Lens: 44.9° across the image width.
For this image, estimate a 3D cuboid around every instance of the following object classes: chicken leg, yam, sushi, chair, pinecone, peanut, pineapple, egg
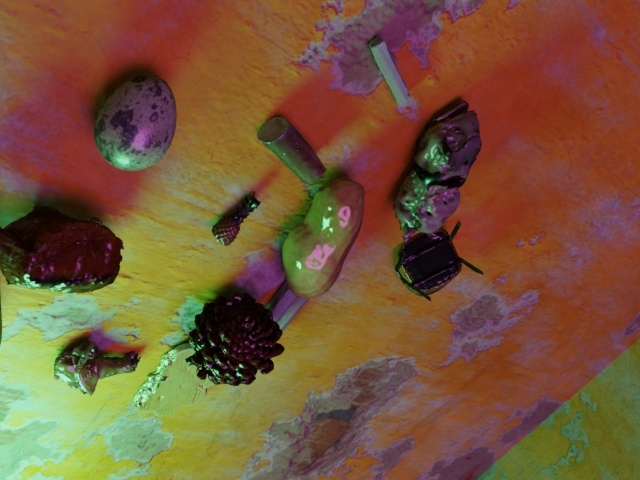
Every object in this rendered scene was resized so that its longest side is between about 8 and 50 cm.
[{"bbox_3d":[-0.505,0.290,1.746,0.125,0.080,0.196,-53,138,5],"label":"chicken leg"},{"bbox_3d":[-0.053,-0.180,1.555,0.068,0.068,0.169,-39,140,9],"label":"yam"},{"bbox_3d":[0.263,-0.148,1.738,0.124,0.130,0.332,-2,131,-31],"label":"sushi"},{"bbox_3d":[0.284,0.063,1.956,0.158,0.172,0.247,-27,-177,-6],"label":"chair"},{"bbox_3d":[-0.209,0.234,1.782,0.221,0.221,0.221,-18,138,-16],"label":"pinecone"},{"bbox_3d":[0.000,0.000,1.720,0.147,0.148,0.319,1,129,-33],"label":"peanut"},{"bbox_3d":[-0.492,0.023,1.427,0.296,0.179,0.167,-4,106,-53],"label":"sushi"},{"bbox_3d":[-0.170,-0.045,1.629,0.124,0.058,0.058,-40,140,8],"label":"pineapple"},{"bbox_3d":[-0.312,-0.201,1.320,0.132,0.132,0.172,18,107,-43],"label":"egg"}]

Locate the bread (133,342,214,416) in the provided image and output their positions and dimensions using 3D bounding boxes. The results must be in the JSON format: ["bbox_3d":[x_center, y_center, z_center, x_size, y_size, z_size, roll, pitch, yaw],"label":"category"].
[{"bbox_3d":[-0.345,0.350,1.935,0.181,0.039,0.251,18,120,-43],"label":"bread"}]

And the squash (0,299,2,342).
[{"bbox_3d":[-0.669,0.164,1.467,0.132,0.132,0.247,-8,134,-26],"label":"squash"}]

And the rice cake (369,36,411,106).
[{"bbox_3d":[0.144,-0.336,1.546,0.042,0.030,0.180,-30,141,7],"label":"rice cake"}]

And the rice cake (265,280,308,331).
[{"bbox_3d":[-0.089,0.164,1.904,0.085,0.040,0.226,15,122,-42],"label":"rice cake"}]
